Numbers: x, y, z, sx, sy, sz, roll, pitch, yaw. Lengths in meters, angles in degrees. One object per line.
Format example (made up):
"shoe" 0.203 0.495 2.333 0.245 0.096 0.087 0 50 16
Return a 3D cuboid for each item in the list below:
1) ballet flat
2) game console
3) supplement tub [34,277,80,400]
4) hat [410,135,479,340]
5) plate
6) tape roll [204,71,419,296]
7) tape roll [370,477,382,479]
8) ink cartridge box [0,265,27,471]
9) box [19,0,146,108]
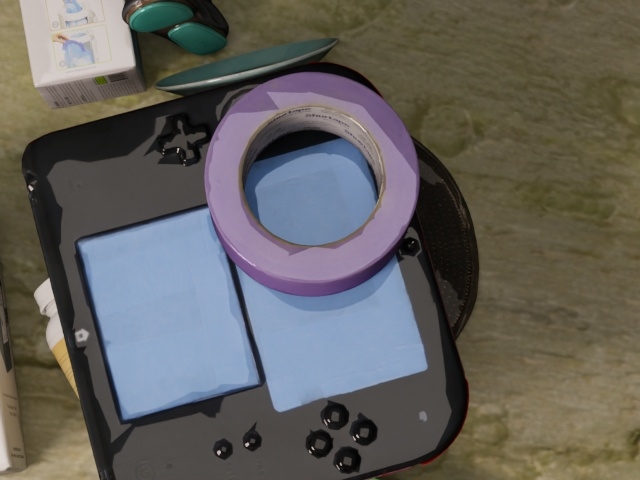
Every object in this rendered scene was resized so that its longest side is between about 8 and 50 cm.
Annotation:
"ballet flat" -0.148 -0.233 1.700 0.074 0.203 0.074 -2 85 17
"game console" -0.068 0.048 1.583 0.342 0.060 0.387 -14 79 -7
"supplement tub" -0.175 0.109 1.669 0.144 0.144 0.200 -30 83 -6
"hat" 0.000 0.000 1.698 0.331 0.134 0.331 0 80 -1
"plate" -0.070 -0.166 1.702 0.188 0.188 0.024 -14 101 -3
"tape roll" -0.008 -0.049 1.540 0.189 0.080 0.189 0 78 -1
"tape roll" -0.002 0.380 1.665 0.321 0.077 0.321 0 81 -1
"ink cartridge box" -0.406 0.103 1.680 0.198 0.115 0.273 -9 82 -2
"box" -0.246 -0.248 1.740 0.103 0.114 0.203 -11 83 -2
